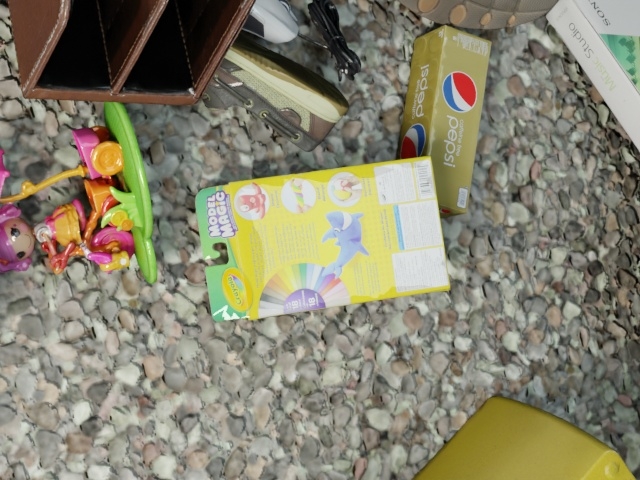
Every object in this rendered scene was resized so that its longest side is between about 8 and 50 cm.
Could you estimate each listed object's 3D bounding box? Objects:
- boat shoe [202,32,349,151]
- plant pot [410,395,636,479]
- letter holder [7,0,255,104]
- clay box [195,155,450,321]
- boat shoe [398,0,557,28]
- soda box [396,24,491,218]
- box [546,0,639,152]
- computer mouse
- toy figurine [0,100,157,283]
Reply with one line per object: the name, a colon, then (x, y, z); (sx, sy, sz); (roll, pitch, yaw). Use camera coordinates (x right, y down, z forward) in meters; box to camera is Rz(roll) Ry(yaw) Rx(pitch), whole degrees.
boat shoe: (-0.083, -0.149, 1.239); (0.223, 0.080, 0.073); (26, 106, -16)
plant pot: (0.211, 0.290, 1.283); (0.212, 0.187, 0.212); (-42, 103, -26)
letter holder: (-0.159, -0.292, 1.083); (0.152, 0.214, 0.302); (0, 63, -28)
clay box: (0.000, 0.000, 1.253); (0.222, 0.053, 0.127); (-8, 88, -8)
boat shoe: (0.081, -0.315, 1.305); (0.355, 0.132, 0.130); (16, 51, -23)
soda box: (0.119, -0.116, 1.351); (0.058, 0.061, 0.181); (15, 77, -26)
box: (0.434, -0.216, 1.496); (0.322, 0.058, 0.232); (-26, 76, -27)
computer mouse: (-0.049, -0.217, 1.255); (0.193, 0.042, 0.106); (19, 38, -29)
toy figurine: (-0.231, -0.024, 1.144); (0.159, 0.130, 0.173); (-15, 116, -16)
